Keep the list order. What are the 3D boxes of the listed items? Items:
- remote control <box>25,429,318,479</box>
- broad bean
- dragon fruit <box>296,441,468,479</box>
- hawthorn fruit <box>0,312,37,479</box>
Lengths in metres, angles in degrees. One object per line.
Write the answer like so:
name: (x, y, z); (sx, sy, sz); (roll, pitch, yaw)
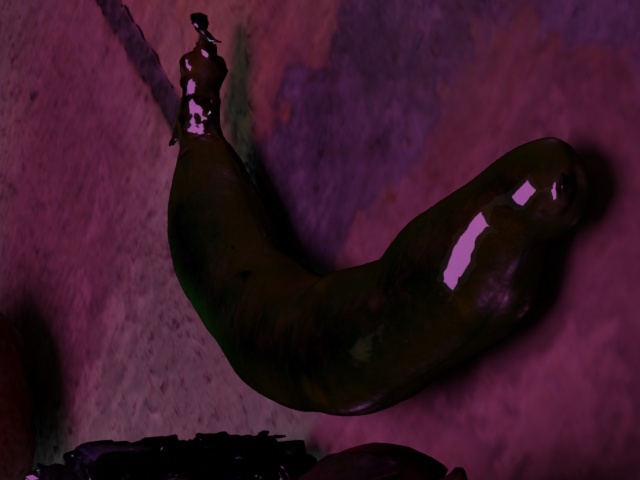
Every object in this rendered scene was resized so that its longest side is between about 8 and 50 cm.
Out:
remote control: (-0.018, 0.251, 0.645); (0.062, 0.144, 0.399); (112, 148, -56)
broad bean: (0.000, 0.000, 0.697); (0.292, 0.049, 0.144); (28, 112, 57)
dragon fruit: (-0.021, 0.184, 0.535); (0.234, 0.293, 0.234); (-19, -90, -82)
hawthorn fruit: (-0.247, 0.102, 0.997); (0.173, 0.173, 0.173); (0, 90, 59)
